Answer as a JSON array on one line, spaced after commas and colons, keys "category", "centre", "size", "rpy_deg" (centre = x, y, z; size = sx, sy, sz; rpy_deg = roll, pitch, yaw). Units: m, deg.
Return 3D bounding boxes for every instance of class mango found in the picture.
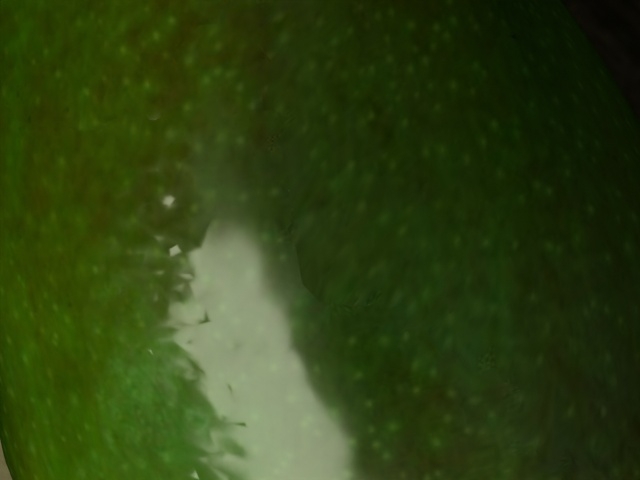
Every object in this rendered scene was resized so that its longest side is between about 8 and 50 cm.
[{"category": "mango", "centre": [0.000, 0.000, 0.551], "size": [0.225, 0.201, 0.382], "rpy_deg": [8, 114, 58]}]
